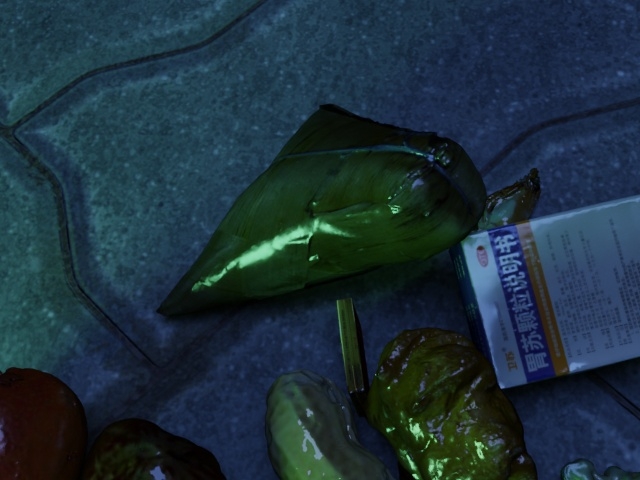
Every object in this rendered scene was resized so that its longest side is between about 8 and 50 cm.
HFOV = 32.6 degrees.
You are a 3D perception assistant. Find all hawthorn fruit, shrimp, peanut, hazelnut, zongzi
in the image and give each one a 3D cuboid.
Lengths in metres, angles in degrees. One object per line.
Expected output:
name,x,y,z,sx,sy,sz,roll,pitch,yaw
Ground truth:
hawthorn fruit,-0.388,0.297,1.301,0.211,0.211,0.299,0,67,4
shrimp,0.255,-0.041,1.543,0.091,0.043,0.184,38,69,27
peanut,0.015,0.283,1.318,0.130,0.130,0.290,-25,60,-10
hazelnut,-0.201,0.301,1.300,0.178,0.178,0.204,-27,50,-12
zongzi,0.000,0.000,1.405,0.393,0.174,0.356,-44,28,-16

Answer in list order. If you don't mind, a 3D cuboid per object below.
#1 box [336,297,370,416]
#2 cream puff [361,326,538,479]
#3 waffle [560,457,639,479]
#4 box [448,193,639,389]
box,0.044,0.152,1.414,0.023,0.090,0.133,-10,59,4
cream puff,0.151,0.210,1.284,0.155,0.269,0.241,-24,88,-14
waffle,0.361,0.406,1.258,0.292,0.056,0.309,14,60,12
box,0.336,0.065,1.401,0.299,0.106,0.200,-13,81,-2
